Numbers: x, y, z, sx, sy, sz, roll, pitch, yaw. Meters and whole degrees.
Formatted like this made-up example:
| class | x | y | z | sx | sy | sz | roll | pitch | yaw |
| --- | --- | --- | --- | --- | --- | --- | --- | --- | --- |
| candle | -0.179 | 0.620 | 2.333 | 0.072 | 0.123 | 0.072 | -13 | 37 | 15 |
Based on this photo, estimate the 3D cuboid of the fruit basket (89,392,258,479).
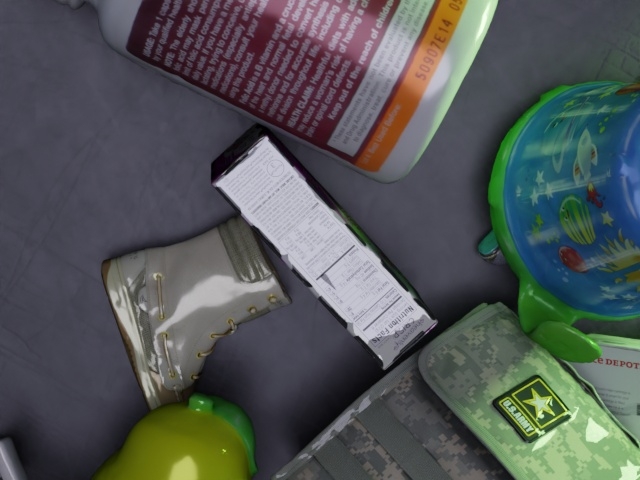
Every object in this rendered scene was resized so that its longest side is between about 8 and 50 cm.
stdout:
| class | x | y | z | sx | sy | sz | roll | pitch | yaw |
| --- | --- | --- | --- | --- | --- | --- | --- | --- | --- |
| fruit basket | -0.168 | 0.328 | 1.412 | 0.392 | 0.283 | 0.392 | 3 | 71 | -10 |

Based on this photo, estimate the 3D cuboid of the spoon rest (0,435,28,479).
| class | x | y | z | sx | sy | sz | roll | pitch | yaw |
| --- | --- | --- | --- | --- | --- | --- | --- | --- | --- |
| spoon rest | -0.407 | 0.252 | 1.483 | 0.276 | 0.084 | 0.137 | -19 | 96 | 13 |

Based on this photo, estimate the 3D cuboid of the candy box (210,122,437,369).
| class | x | y | z | sx | sy | sz | roll | pitch | yaw |
| --- | --- | --- | --- | --- | --- | --- | --- | --- | --- |
| candy box | 0.000 | 0.000 | 1.414 | 0.071 | 0.159 | 0.233 | -42 | 100 | 3 |

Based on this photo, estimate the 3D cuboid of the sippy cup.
| class | x | y | z | sx | sy | sz | roll | pitch | yaw |
| --- | --- | --- | --- | --- | --- | --- | --- | --- | --- |
| sippy cup | 0.297 | -0.046 | 1.365 | 0.240 | 0.224 | 0.305 | -2 | 86 | -14 |

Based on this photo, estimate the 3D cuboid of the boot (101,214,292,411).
| class | x | y | z | sx | sy | sz | roll | pitch | yaw |
| --- | --- | --- | --- | --- | --- | --- | --- | --- | --- |
| boot | -0.102 | 0.093 | 1.468 | 0.165 | 0.077 | 0.213 | -20 | 94 | -2 |

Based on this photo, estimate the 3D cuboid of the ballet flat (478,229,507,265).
| class | x | y | z | sx | sy | sz | roll | pitch | yaw |
| --- | --- | --- | --- | --- | --- | --- | --- | --- | --- |
| ballet flat | 0.203 | -0.020 | 1.489 | 0.041 | 0.041 | 0.114 | 42 | 94 | -6 |

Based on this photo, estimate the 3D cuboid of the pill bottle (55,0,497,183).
| class | x | y | z | sx | sy | sz | roll | pitch | yaw |
| --- | --- | --- | --- | --- | --- | --- | --- | --- | --- |
| pill bottle | -0.058 | -0.231 | 1.357 | 0.392 | 0.224 | 0.224 | 26 | 95 | -5 |

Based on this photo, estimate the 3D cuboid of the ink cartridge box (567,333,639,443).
| class | x | y | z | sx | sy | sz | roll | pitch | yaw |
| --- | --- | --- | --- | --- | --- | --- | --- | --- | --- |
| ink cartridge box | 0.290 | 0.163 | 1.477 | 0.099 | 0.056 | 0.135 | 6 | 99 | 41 |

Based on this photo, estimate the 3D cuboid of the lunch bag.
| class | x | y | z | sx | sy | sz | roll | pitch | yaw |
| --- | --- | --- | --- | --- | --- | --- | --- | --- | --- |
| lunch bag | 0.144 | 0.221 | 1.415 | 0.287 | 0.169 | 0.235 | -41 | 69 | -3 |
